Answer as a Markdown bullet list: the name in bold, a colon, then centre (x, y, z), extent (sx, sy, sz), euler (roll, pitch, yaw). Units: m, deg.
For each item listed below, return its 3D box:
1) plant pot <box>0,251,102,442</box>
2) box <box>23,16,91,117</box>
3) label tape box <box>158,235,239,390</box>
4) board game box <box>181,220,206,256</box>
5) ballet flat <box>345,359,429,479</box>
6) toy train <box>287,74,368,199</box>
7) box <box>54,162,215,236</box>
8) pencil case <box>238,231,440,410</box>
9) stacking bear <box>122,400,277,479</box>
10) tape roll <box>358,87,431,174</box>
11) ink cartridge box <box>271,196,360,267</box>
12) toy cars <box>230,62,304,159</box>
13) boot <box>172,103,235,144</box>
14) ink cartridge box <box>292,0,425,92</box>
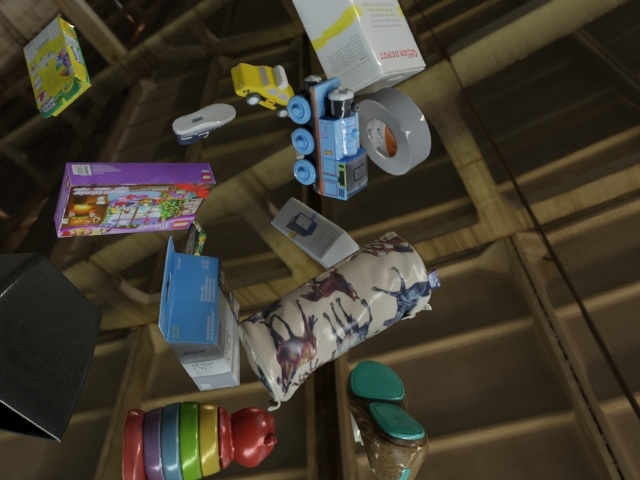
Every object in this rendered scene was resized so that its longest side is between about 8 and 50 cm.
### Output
- **plant pot**: centre (-0.391, 0.118, 0.672), extent (0.188, 0.187, 0.167), euler (-4, -136, 28)
- **box**: centre (-0.488, -0.315, 1.017), extent (0.105, 0.043, 0.179), euler (-31, -115, 18)
- **label tape box**: centre (-0.287, 0.183, 1.353), extent (0.115, 0.347, 0.249), euler (-6, -128, 0)
- **board game box**: centre (-0.447, 0.074, 1.849), extent (0.136, 0.030, 0.259), euler (41, -64, 54)
- **ballet flat**: centre (0.104, 0.318, 0.943), extent (0.342, 0.116, 0.124), euler (-134, -127, -80)
- **toy train**: centre (0.014, -0.152, 0.819), extent (0.105, 0.184, 0.080), euler (15, -145, 31)
- **box**: centre (-0.398, -0.087, 1.172), extent (0.201, 0.293, 0.057), euler (-45, -121, 48)
- **pencil case**: centre (0.033, 0.147, 1.058), extent (0.410, 0.183, 0.160), euler (-29, 174, -23)
- **stacking bear**: centre (-0.233, 0.404, 1.099), extent (0.289, 0.164, 0.175), euler (-4, -176, -10)
- **tape roll**: centre (0.184, -0.282, 1.426), extent (0.072, 0.219, 0.219), euler (-34, -148, -20)
- **ink cartridge box**: centre (0.000, 0.000, 1.360), extent (0.093, 0.154, 0.212), euler (-50, -130, -3)
- **toy cars**: centre (-0.047, -0.303, 1.350), extent (0.087, 0.393, 0.176), euler (-34, -163, 36)
- **boot**: centre (-0.344, -0.346, 1.634), extent (0.190, 0.086, 0.069), euler (-18, -108, -12)
- **ink cartridge box**: centre (0.094, -0.598, 1.481), extent (0.160, 0.384, 0.279), euler (-22, -176, 40)
